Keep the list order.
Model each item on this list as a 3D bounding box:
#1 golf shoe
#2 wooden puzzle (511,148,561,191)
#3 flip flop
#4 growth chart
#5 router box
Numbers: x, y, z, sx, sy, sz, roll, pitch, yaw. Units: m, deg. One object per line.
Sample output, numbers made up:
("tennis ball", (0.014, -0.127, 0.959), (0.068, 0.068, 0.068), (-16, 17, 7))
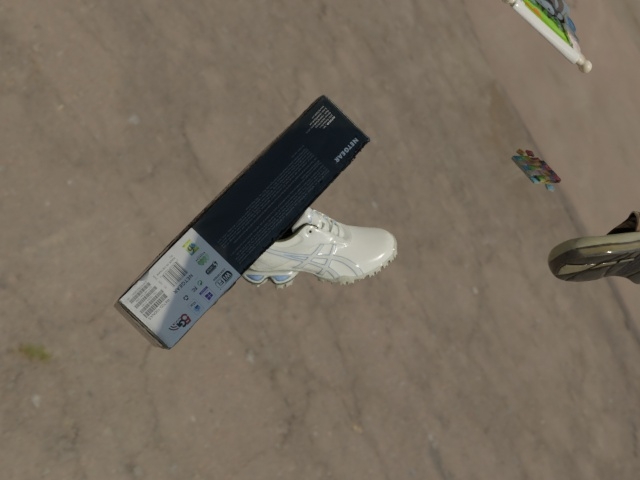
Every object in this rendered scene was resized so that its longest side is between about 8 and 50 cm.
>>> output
("golf shoe", (0.000, 0.000, 1.099), (0.069, 0.176, 0.086), (-112, -160, -46))
("wooden puzzle", (0.272, -0.090, 1.307), (0.049, 0.006, 0.083), (-4, 44, -37))
("flip flop", (0.397, 0.002, 1.339), (0.277, 0.112, 0.080), (-1, 60, -32))
("growth chart", (0.268, -0.313, 1.306), (0.172, 0.021, 0.237), (30, 35, -27))
("router box", (-0.057, -0.008, 0.675), (0.046, 0.179, 0.133), (45, -12, -6))
